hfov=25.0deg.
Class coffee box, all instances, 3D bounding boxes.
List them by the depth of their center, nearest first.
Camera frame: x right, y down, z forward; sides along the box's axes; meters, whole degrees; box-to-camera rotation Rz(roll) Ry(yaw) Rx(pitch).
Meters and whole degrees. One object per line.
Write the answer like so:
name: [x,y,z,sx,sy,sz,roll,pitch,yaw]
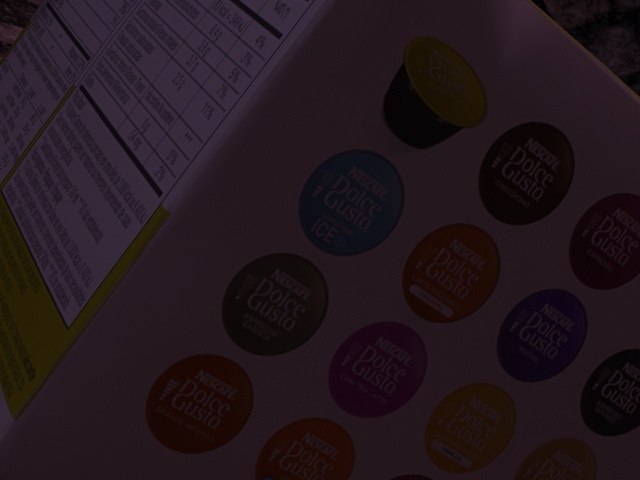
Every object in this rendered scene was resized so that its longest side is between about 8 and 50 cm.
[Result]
coffee box: [0.000,0.000,0.836,0.337,0.334,0.338,34,6,-30]
